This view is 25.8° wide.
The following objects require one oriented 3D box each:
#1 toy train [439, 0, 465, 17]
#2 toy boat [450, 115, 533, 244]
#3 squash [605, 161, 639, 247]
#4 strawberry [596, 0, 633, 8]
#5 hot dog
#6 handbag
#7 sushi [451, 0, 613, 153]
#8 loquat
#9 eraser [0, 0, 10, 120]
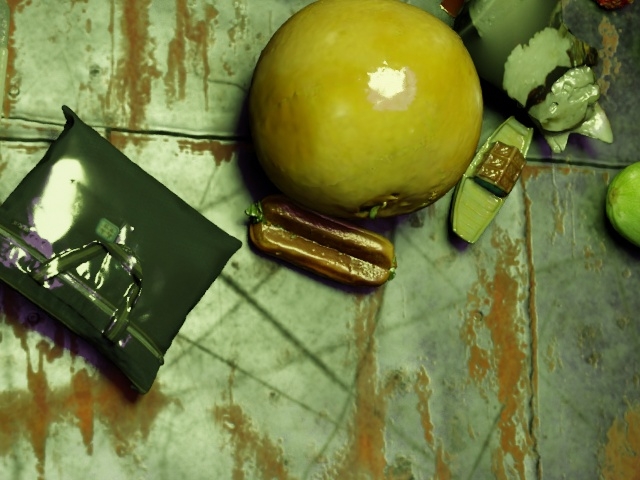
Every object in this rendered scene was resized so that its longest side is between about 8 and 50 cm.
[{"bbox_3d":[0.239,-0.328,1.722,0.118,0.074,0.176,35,73,-5],"label":"toy train"},{"bbox_3d":[0.201,-0.071,1.660,0.065,0.066,0.172,35,71,-12],"label":"toy boat"},{"bbox_3d":[0.520,-0.021,1.731,0.370,0.118,0.118,11,76,-18],"label":"squash"},{"bbox_3d":[0.369,-0.424,1.728,0.175,0.107,0.236,-26,82,14],"label":"strawberry"},{"bbox_3d":[0.000,0.000,1.584,0.188,0.055,0.072,23,104,-8],"label":"hot dog"},{"bbox_3d":[-0.228,0.012,1.487,0.254,0.088,0.211,39,64,-20],"label":"handbag"},{"bbox_3d":[0.256,-0.221,1.652,0.134,0.109,0.273,-43,123,12],"label":"sushi"},{"bbox_3d":[0.052,-0.146,1.520,0.263,0.263,0.263,4,78,-18],"label":"loquat"},{"bbox_3d":[-0.386,-0.090,1.473,0.089,0.061,0.352,7,77,-16],"label":"eraser"}]
